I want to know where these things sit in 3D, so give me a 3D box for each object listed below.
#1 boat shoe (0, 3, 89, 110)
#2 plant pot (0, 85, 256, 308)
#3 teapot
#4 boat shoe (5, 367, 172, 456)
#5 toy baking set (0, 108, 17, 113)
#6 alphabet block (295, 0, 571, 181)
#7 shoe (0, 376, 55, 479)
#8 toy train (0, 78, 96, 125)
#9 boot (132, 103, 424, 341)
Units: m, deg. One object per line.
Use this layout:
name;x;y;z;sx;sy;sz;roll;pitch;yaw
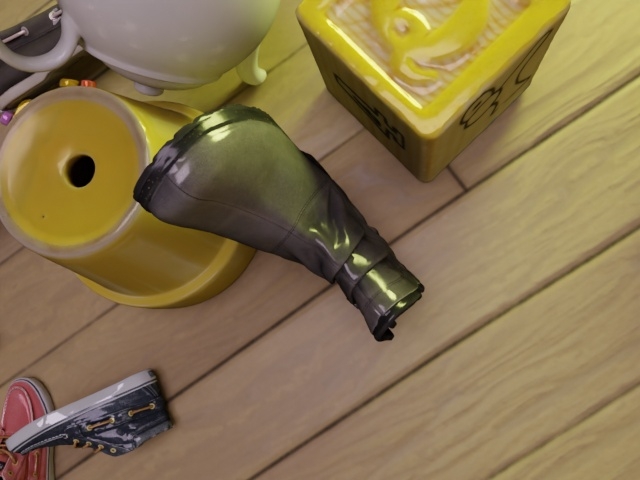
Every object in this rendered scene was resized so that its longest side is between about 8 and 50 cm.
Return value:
boat shoe;-0.307;-0.293;0.714;0.335;0.112;0.095;-33;109;4
plant pot;-0.210;-0.051;0.620;0.254;0.239;0.254;-1;83;8
teapot;-0.172;-0.244;0.585;0.256;0.252;0.187;18;118;-9
boat shoe;-0.275;0.231;0.670;0.183;0.065;0.083;-24;82;-12
toy baking set;-0.531;-0.202;0.796;0.196;0.030;0.256;34;96;5
alphabet block;0.116;-0.207;0.606;0.192;0.197;0.193;-46;79;1
shoe;-0.379;0.263;0.691;0.063;0.081;0.178;-9;82;8
toy train;-0.349;-0.141;0.754;0.166;0.046;0.125;-38;103;-5
boot;0.000;0.000;0.533;0.118;0.338;0.223;-47;75;18
